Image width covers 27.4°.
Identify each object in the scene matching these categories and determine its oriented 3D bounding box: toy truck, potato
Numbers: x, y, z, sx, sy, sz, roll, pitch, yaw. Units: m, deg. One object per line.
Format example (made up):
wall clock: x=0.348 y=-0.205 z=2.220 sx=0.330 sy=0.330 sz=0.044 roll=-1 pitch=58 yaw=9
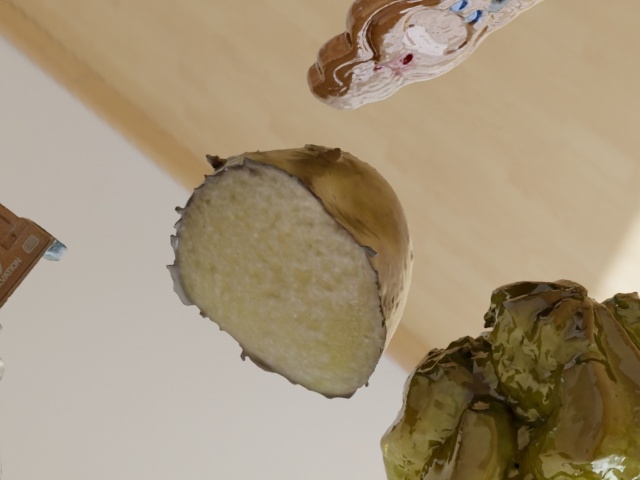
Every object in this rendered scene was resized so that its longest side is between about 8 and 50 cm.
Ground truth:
toy truck: x=-0.389 y=0.008 z=1.437 sx=0.162 sy=0.136 sz=0.305 roll=40 pitch=170 yaw=-13
potato: x=0.000 y=0.000 z=1.530 sx=0.301 sy=0.237 sz=0.288 roll=41 pitch=131 yaw=4

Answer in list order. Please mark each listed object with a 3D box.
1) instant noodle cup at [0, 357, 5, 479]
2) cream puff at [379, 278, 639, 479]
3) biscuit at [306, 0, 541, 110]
instant noodle cup: x=-0.390 y=0.225 z=1.089 sx=0.296 sy=0.296 sz=0.214 roll=119 pitch=140 yaw=-61
cream puff: x=0.237 y=0.191 z=1.395 sx=0.378 sy=0.378 sz=0.275 roll=20 pitch=139 yaw=42
biscuit: x=0.130 y=-0.254 z=1.507 sx=0.202 sy=0.334 sz=0.047 roll=23 pitch=-140 yaw=-54
